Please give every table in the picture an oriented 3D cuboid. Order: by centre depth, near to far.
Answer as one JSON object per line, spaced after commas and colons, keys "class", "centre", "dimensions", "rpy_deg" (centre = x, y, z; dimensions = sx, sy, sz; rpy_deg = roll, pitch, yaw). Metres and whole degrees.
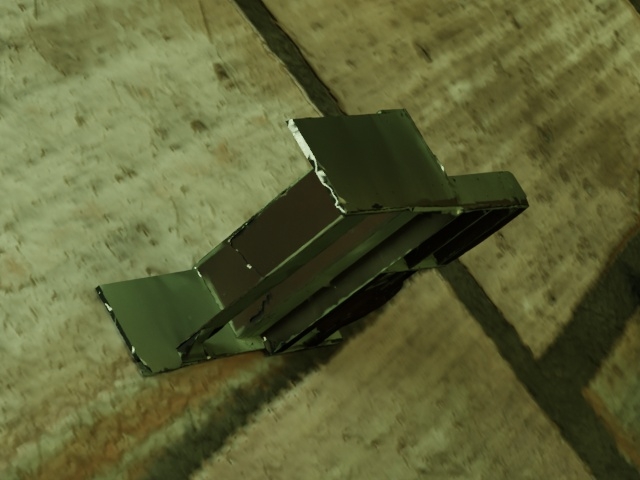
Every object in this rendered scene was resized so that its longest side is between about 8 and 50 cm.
{"class": "table", "centre": [0.000, 0.000, 0.872], "dimensions": [0.175, 0.146, 0.062], "rpy_deg": [-8, 65, -56]}
